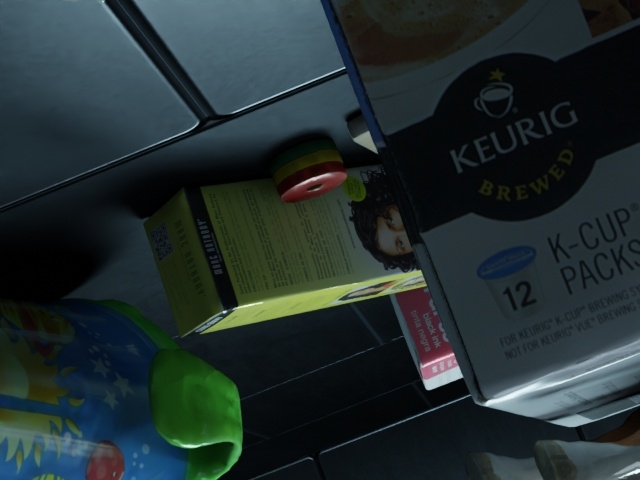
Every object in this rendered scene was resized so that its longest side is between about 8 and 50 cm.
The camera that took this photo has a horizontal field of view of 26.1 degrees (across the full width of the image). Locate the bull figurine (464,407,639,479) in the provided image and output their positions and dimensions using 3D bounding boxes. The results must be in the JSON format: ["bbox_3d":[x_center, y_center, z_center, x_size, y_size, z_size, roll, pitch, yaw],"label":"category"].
[{"bbox_3d":[0.170,0.092,0.541,0.188,0.101,0.310,-13,163,-11],"label":"bull figurine"}]

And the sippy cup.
[{"bbox_3d":[-0.220,0.132,0.878,0.305,0.240,0.224,-47,151,8],"label":"sippy cup"}]

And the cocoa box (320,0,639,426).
[{"bbox_3d":[0.156,-0.063,0.614,0.231,0.228,0.347,-22,166,11],"label":"cocoa box"}]

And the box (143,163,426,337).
[{"bbox_3d":[0.000,0.000,0.940,0.232,0.087,0.058,-11,166,-39],"label":"box"}]

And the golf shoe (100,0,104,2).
[{"bbox_3d":[-0.034,-0.144,0.374,0.176,0.069,0.086,-39,134,11],"label":"golf shoe"}]

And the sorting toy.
[{"bbox_3d":[0.111,-0.076,0.888,0.274,0.046,0.132,-25,166,16],"label":"sorting toy"}]

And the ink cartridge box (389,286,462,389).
[{"bbox_3d":[0.206,0.027,1.275,0.283,0.117,0.207,-21,166,1],"label":"ink cartridge box"}]
